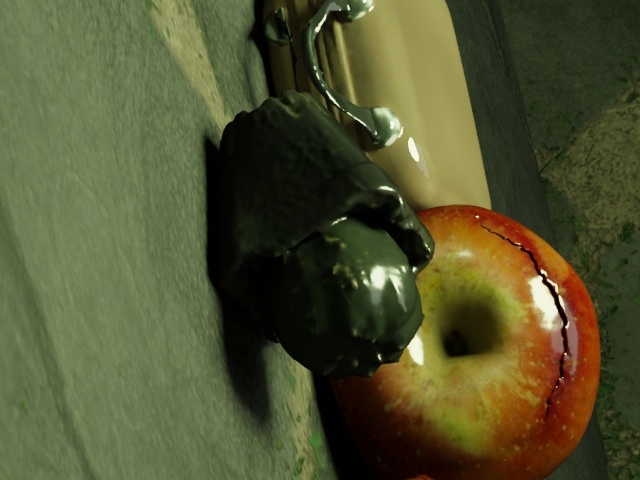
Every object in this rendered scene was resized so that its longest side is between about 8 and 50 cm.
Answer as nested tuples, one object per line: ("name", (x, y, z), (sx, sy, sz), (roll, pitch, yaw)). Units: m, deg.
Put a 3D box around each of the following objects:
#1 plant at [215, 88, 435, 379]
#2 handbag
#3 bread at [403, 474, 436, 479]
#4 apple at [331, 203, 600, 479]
("plant", (0.000, 0.000, 1.579), (0.142, 0.164, 0.256), (56, 11, -52))
("handbag", (0.041, -0.139, 1.892), (0.283, 0.149, 0.302), (27, 50, -61))
("bread", (0.081, 0.351, 1.578), (0.327, 0.114, 0.295), (-73, 144, -69))
("apple", (0.133, 0.106, 1.783), (0.206, 0.251, 0.272), (47, 20, -72))
